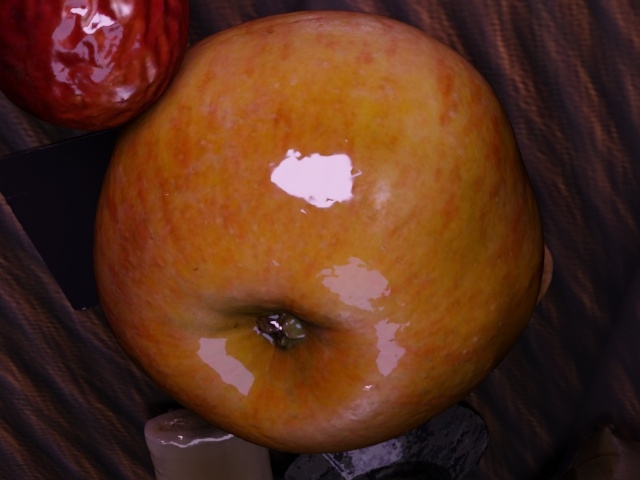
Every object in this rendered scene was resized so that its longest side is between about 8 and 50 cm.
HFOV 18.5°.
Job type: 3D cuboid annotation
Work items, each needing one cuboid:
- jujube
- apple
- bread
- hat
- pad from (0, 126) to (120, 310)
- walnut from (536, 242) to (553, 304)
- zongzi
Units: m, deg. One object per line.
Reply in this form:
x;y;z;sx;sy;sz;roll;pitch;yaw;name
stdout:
-0.190;-0.217;1.585;0.190;0.190;0.255;7;121;-15;jujube
0.000;0.000;1.721;0.400;0.333;0.400;-3;131;-3;apple
-0.122;0.252;2.226;0.139;0.060;0.178;-6;139;-2;bread
0.083;0.306;2.240;0.265;0.128;0.265;-9;141;-7;hat
-0.212;-0.019;1.943;0.163;0.004;0.243;-14;139;8;pad
0.136;0.025;1.971;0.211;0.087;0.167;-33;124;25;walnut
0.360;0.350;2.352;0.250;0.125;0.274;23;135;-20;zongzi
